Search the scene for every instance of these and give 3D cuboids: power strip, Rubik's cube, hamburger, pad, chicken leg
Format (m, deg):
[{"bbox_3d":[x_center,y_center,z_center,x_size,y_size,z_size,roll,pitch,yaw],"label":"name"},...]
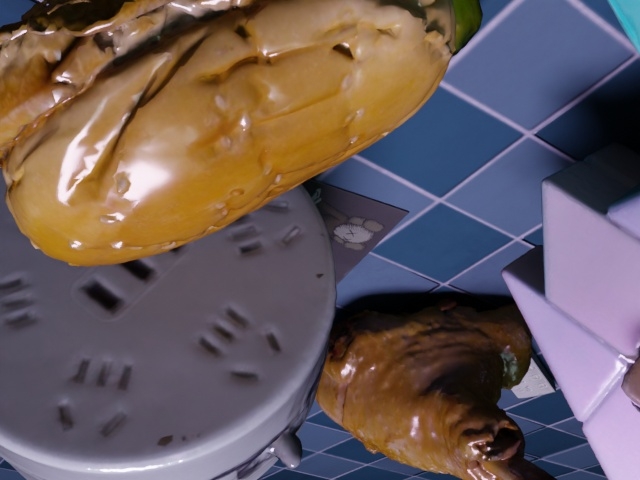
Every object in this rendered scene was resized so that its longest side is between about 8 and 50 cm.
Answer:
[{"bbox_3d":[-0.146,0.066,0.642,0.357,0.357,0.161,3,147,-3],"label":"power strip"},{"bbox_3d":[0.379,0.043,0.614,0.358,0.368,0.387,-24,144,-48],"label":"Rubik's cube"},{"bbox_3d":[-0.070,-0.094,0.464,0.318,0.318,0.158,-26,94,33],"label":"hamburger"},{"bbox_3d":[0.000,0.000,0.845,0.127,0.004,0.190,16,143,-21],"label":"pad"},{"bbox_3d":[0.302,0.193,1.093,0.060,0.027,0.253,-17,141,24],"label":"power strip"},{"bbox_3d":[0.179,0.181,0.881,0.295,0.409,0.182,-27,119,-20],"label":"chicken leg"}]

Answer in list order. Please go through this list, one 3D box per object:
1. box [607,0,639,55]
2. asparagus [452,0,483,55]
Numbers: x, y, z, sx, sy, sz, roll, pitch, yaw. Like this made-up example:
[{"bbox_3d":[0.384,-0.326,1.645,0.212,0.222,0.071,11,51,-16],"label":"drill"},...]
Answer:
[{"bbox_3d":[0.238,-0.234,0.408,0.205,0.118,0.311,-22,139,32],"label":"box"},{"bbox_3d":[0.049,-0.230,0.466,0.067,0.060,0.278,-19,141,17],"label":"asparagus"}]
